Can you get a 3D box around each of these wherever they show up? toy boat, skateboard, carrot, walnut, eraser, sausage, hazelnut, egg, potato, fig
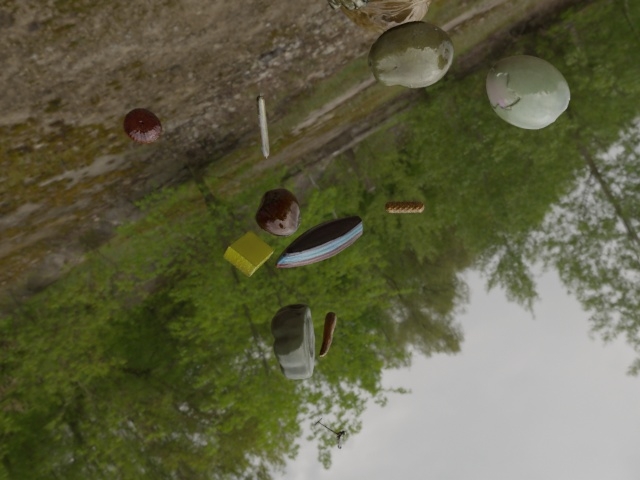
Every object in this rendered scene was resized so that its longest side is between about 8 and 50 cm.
[{"bbox_3d":[0.000,0.000,2.055,0.392,0.136,0.079,-25,159,-35],"label":"toy boat"},{"bbox_3d":[0.025,0.510,1.494,0.083,0.063,0.032,27,-138,28],"label":"skateboard"},{"bbox_3d":[0.028,0.367,2.206,0.047,0.047,0.191,-24,-137,45],"label":"carrot"},{"bbox_3d":[0.184,-0.755,1.632,0.333,0.332,0.333,-29,-175,3],"label":"walnut"},{"bbox_3d":[-0.202,0.035,1.611,0.045,0.097,0.122,-55,176,33],"label":"eraser"},{"bbox_3d":[-0.212,-0.418,2.086,0.033,0.269,0.032,-1,-140,1],"label":"sausage"},{"bbox_3d":[-0.174,-0.130,2.500,0.218,0.218,0.233,-26,-150,30],"label":"hazelnut"},{"bbox_3d":[0.543,-0.403,1.510,0.183,0.217,0.183,-50,-166,17],"label":"egg"},{"bbox_3d":[0.247,-0.503,1.547,0.235,0.177,0.160,-10,-163,9],"label":"potato"},{"bbox_3d":[-0.586,-0.355,1.825,0.153,0.119,0.119,-31,-178,41],"label":"fig"}]

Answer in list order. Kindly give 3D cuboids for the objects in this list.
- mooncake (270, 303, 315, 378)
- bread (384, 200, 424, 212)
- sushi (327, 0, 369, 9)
[{"bbox_3d":[-0.095,0.368,2.068,0.135,0.274,0.275,-8,-172,8],"label":"mooncake"},{"bbox_3d":[0.336,-0.134,2.267,0.157,0.044,0.052,1,-140,13],"label":"bread"},{"bbox_3d":[0.014,-0.562,1.057,0.170,0.350,0.211,-51,140,4],"label":"sushi"}]
